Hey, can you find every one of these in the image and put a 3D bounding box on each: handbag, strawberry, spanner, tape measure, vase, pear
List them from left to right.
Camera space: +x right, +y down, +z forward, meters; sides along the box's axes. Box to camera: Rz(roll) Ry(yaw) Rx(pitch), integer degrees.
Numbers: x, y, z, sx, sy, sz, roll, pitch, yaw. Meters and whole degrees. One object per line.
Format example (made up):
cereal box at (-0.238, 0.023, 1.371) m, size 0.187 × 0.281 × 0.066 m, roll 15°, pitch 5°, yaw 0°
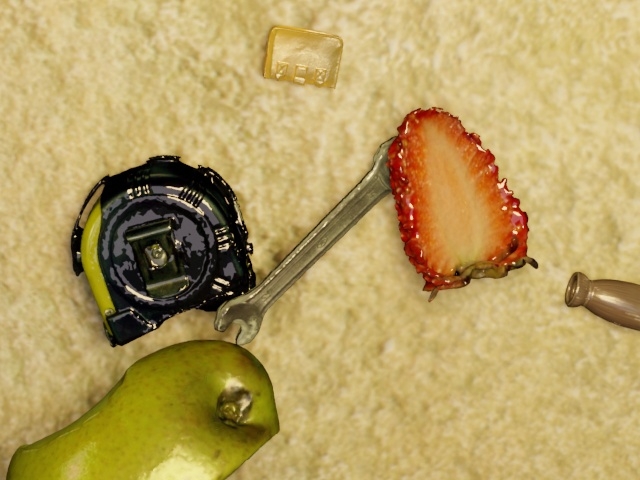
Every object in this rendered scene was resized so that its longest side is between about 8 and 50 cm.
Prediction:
pear at (-0.181, 0.219, 1.288) m, size 0.282 × 0.286 × 0.176 m, roll -41°, pitch 85°, yaw 8°
tape measure at (-0.178, 0.008, 1.299) m, size 0.199 × 0.112 × 0.186 m, roll -19°, pitch 104°, yaw 1°
handbag at (-0.019, -0.199, 1.291) m, size 0.083 × 0.027 × 0.061 m, roll 9°, pitch 104°, yaw -8°
spanner at (0.000, 0.000, 1.299) m, size 0.302 × 0.017 × 0.071 m, roll -46°, pitch 133°, yaw -12°
strawberry at (0.146, -0.046, 1.326) m, size 0.167 × 0.087 × 0.208 m, roll -13°, pitch 91°, yaw -26°
vase at (0.338, 0.070, 1.380) m, size 0.101 × 0.053 × 0.053 m, roll 16°, pitch 105°, yaw -4°
